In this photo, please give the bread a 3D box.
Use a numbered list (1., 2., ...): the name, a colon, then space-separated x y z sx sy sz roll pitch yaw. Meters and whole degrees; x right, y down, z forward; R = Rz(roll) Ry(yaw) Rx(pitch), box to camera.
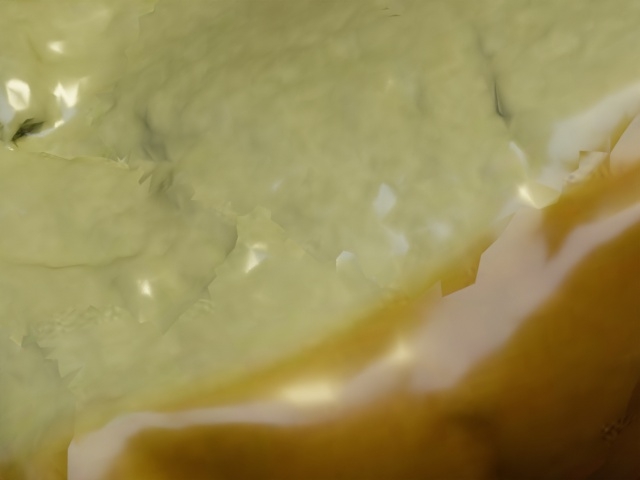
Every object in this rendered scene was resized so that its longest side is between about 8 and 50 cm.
1. bread: 0.000 0.000 0.436 0.279 0.250 0.225 -28 68 5
